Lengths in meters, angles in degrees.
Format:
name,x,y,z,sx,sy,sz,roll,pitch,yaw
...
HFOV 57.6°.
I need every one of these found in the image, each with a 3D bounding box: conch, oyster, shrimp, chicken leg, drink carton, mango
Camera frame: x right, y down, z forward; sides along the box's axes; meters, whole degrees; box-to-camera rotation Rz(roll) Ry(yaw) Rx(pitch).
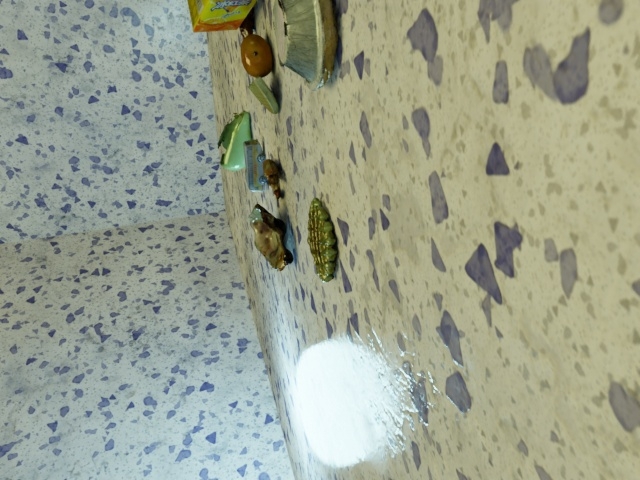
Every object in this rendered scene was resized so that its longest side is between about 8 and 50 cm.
name,x,y,z,sx,sy,sz,roll,pitch,yaw
conch,-0.346,-0.399,2.342,0.143,0.137,0.251,-128,31,-66
oyster,-0.159,-0.002,1.920,0.361,0.096,0.221,148,107,-76
shrimp,-0.151,-0.185,1.835,0.236,0.053,0.133,-128,33,-71
chicken leg,-0.229,-0.690,1.836,0.093,0.053,0.205,11,115,61
drink carton,-0.270,-0.703,1.651,0.351,0.154,0.111,179,80,-69
mango,-0.184,-0.534,1.666,0.115,0.089,0.165,82,175,-53

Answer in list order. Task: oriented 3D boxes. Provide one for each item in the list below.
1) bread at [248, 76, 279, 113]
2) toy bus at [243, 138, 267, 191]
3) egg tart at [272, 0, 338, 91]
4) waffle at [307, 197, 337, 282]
name,x,y,z,sx,sy,sz,roll,pitch,yaw
bread,-0.155,-0.414,1.673,0.112,0.036,0.193,52,178,-14
toy bus,-0.236,-0.268,2.101,0.064,0.075,0.191,-119,24,-55
egg tart,-0.036,-0.396,1.092,0.234,0.094,0.234,169,90,-79
waffle,0.000,0.000,1.346,0.183,0.036,0.169,-113,20,-45
